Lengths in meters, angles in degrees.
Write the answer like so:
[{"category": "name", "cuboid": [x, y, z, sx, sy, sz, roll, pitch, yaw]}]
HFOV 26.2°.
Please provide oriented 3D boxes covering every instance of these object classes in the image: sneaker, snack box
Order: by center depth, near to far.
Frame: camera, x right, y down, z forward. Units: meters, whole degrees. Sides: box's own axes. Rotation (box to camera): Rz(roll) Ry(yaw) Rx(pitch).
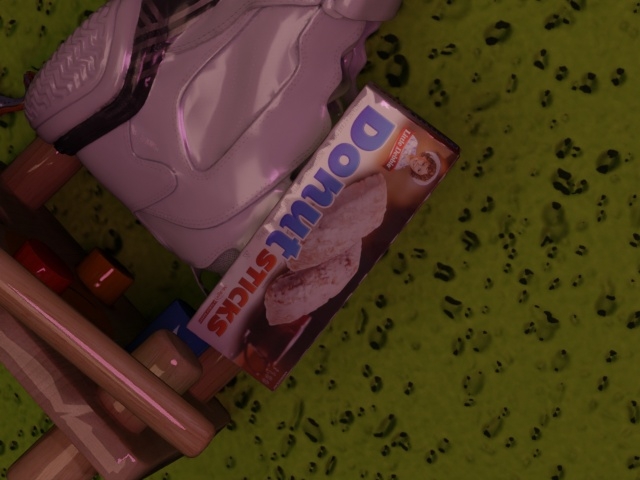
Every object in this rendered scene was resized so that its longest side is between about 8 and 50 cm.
[{"category": "snack box", "cuboid": [0.000, 0.000, 0.765, 0.064, 0.022, 0.178, 37, 110, -1]}, {"category": "sneaker", "cuboid": [0.008, -0.111, 0.816, 0.366, 0.137, 0.210, -37, 93, 23]}]

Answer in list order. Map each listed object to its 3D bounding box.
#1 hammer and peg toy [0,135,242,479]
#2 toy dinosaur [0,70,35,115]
[{"category": "hammer and peg toy", "cuboid": [-0.172, 0.043, 0.803, 0.127, 0.361, 0.266, -43, 85, 4]}, {"category": "toy dinosaur", "cuboid": [-0.236, -0.099, 0.978, 0.082, 0.047, 0.090, 14, 140, 10]}]
